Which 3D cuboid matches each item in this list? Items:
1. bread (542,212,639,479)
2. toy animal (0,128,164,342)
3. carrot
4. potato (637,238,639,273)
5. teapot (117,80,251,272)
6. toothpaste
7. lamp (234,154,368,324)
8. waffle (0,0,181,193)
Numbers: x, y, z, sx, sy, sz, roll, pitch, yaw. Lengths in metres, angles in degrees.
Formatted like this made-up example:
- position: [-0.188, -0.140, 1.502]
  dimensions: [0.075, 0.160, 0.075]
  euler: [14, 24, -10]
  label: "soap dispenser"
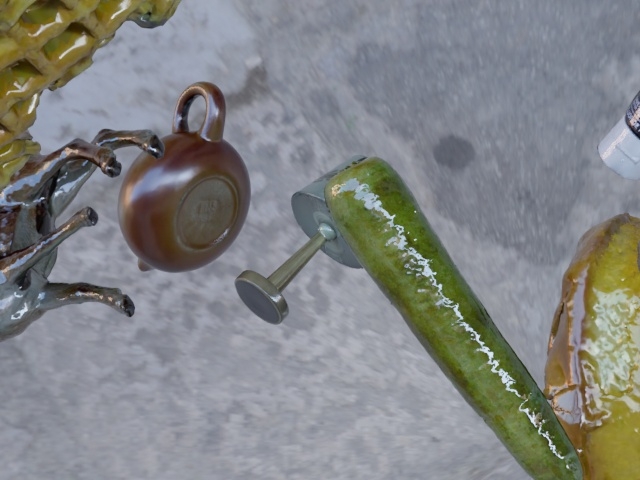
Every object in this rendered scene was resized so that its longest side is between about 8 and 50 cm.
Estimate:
- position: [0.399, 0.167, 1.710]
  dimensions: [0.215, 0.398, 0.398]
  euler: [-1, 82, 28]
  label: "bread"
- position: [-0.233, 0.031, 1.017]
  dimensions: [0.260, 0.087, 0.243]
  euler: [-18, 36, 31]
  label: "toy animal"
- position: [0.122, 0.084, 1.259]
  dimensions: [0.074, 0.074, 0.358]
  euler: [-34, 95, 3]
  label: "carrot"
- position: [0.207, 0.033, 0.797]
  dimensions: [0.092, 0.045, 0.046]
  euler: [46, 124, 14]
  label: "potato"
- position: [-0.173, -0.073, 1.762]
  dimensions: [0.135, 0.178, 0.252]
  euler: [23, 105, 37]
  label: "teapot"
- position: [0.290, -0.125, 1.117]
  dimensions: [0.071, 0.045, 0.193]
  euler: [32, 127, -4]
  label: "toothpaste"
- position: [0.000, 0.000, 1.662]
  dimensions: [0.121, 0.121, 0.214]
  euler: [39, 65, 12]
  label: "lamp"
- position: [-0.140, -0.087, 0.697]
  dimensions: [0.194, 0.149, 0.051]
  euler: [-48, 70, 28]
  label: "waffle"
